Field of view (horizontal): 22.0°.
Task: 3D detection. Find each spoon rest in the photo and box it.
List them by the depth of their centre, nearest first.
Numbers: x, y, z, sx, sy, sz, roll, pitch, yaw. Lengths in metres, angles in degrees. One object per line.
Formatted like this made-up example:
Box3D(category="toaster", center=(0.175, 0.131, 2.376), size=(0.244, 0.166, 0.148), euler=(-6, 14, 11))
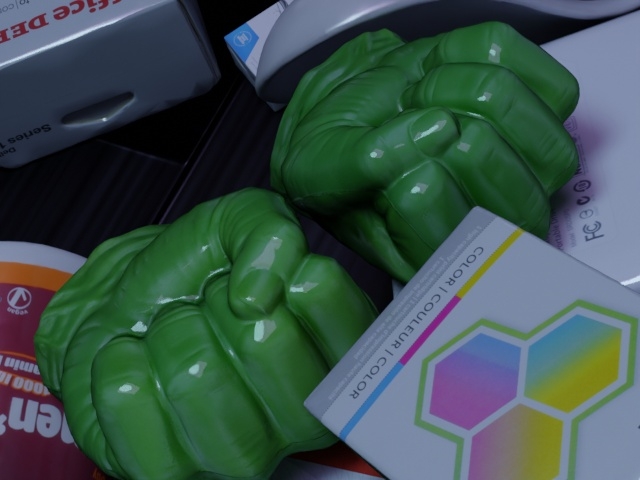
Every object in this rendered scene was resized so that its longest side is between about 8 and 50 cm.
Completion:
Box3D(category="spoon rest", center=(0.092, -0.132, 0.889), size=(0.276, 0.137, 0.084), euler=(-25, 82, -13))

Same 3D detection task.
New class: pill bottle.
Box3D(category="pill bottle", center=(-0.157, 0.122, 0.796), size=(0.121, 0.121, 0.221), euler=(-3, 59, 13))

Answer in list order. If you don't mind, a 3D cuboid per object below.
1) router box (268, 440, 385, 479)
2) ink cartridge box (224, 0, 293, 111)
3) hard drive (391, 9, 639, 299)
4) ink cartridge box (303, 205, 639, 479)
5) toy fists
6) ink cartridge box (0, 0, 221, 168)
Box3D(category="router box", center=(0.038, 0.211, 0.643), size=(0.335, 0.082, 0.301), euler=(5, 60, 43))
Box3D(category="ink cartridge box", center=(-0.007, -0.118, 0.952), size=(0.083, 0.028, 0.048), euler=(-34, 58, -7))
Box3D(category="hard drive", center=(0.187, -0.050, 0.791), size=(0.318, 0.040, 0.210), euler=(-18, 36, 14))
Box3D(category="ink cartridge box", center=(0.097, 0.077, 0.591), size=(0.109, 0.062, 0.209), euler=(-49, 39, -5))
Box3D(category="toy fists", center=(0.000, 0.000, 0.736), size=(0.279, 0.096, 0.142), euler=(-41, 38, -20))
Box3D(category="ink cartridge box", center=(-0.162, -0.166, 0.987), size=(0.153, 0.087, 0.208), euler=(-22, 58, 2))
